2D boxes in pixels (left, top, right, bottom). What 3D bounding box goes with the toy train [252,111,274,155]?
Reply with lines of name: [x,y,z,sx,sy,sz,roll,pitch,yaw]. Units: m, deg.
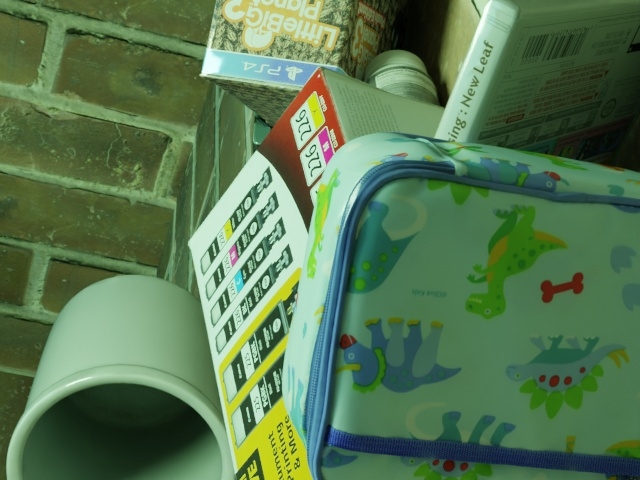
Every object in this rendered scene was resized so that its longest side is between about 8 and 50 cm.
toy train: [-0.038,-0.204,1.584,0.334,0.142,0.190,-92,6,-49]

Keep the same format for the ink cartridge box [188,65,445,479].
ink cartridge box: [0.012,0.088,0.830,0.272,0.130,0.309,-50,40,35]

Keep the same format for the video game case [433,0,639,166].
video game case: [0.123,-0.053,0.667,0.023,0.212,0.193,35,122,27]

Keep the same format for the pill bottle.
pill bottle: [0.077,-0.120,1.125,0.137,0.078,0.078,-93,20,-50]

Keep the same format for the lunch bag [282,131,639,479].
lunch bag: [0.098,0.048,0.561,0.090,0.219,0.176,-123,44,-70]

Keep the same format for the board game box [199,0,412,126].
board game box: [0.005,-0.274,1.237,0.232,0.141,0.291,23,-102,-73]

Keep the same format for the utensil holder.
utensil holder: [-0.302,0.262,1.858,0.385,0.328,0.327,-103,28,-67]
